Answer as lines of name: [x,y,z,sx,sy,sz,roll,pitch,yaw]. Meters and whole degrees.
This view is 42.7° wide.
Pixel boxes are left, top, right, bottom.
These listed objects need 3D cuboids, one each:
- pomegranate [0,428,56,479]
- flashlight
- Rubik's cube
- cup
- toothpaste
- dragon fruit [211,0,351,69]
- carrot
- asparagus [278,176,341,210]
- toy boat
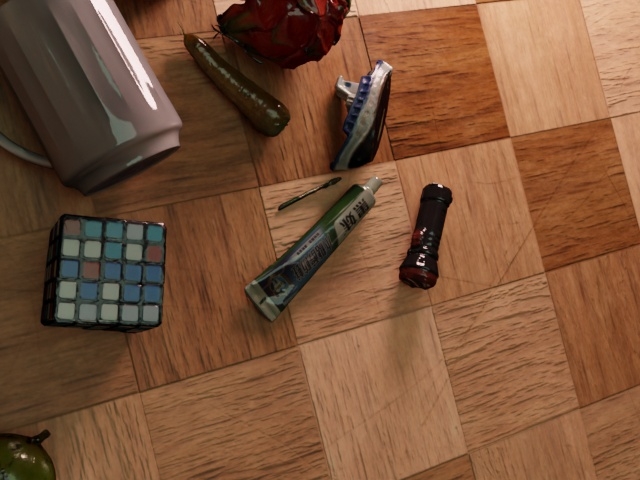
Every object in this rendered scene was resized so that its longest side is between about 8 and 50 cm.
pomegranate: [-0.536,0.413,1.352,0.156,0.156,0.220,43,99,-13]
flashlight: [0.232,-0.013,1.783,0.093,0.093,0.232,21,72,-21]
Rubik's cube: [-0.382,0.064,1.435,0.182,0.187,0.184,6,78,-23]
cup: [-0.445,-0.245,1.442,0.322,0.237,0.327,-27,95,4]
toothpaste: [0.000,0.000,1.687,0.392,0.061,0.099,-47,116,-21]
dragon fruit: [-0.080,-0.457,1.654,0.292,0.234,0.234,-8,85,11]
carrot: [-0.183,-0.326,1.649,0.298,0.078,0.078,43,68,-10]
asparagus: [-0.022,-0.100,1.718,0.166,0.016,0.013,-28,80,-24]
toy boat: [0.076,-0.269,1.744,0.115,0.114,0.262,9,77,15]
